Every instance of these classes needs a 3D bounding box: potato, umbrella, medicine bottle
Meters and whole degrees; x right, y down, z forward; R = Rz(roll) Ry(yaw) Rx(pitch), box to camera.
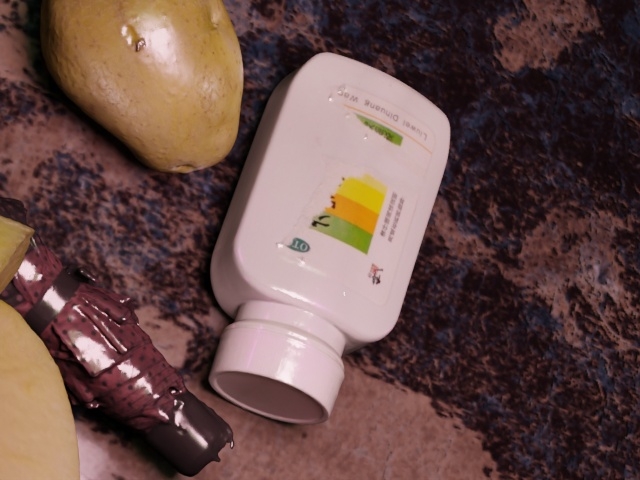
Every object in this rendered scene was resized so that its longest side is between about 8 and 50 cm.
[{"bbox_3d":[-0.142,-0.145,1.636,0.157,0.157,0.194,-29,103,-29],"label":"potato"},{"bbox_3d":[-0.197,0.063,1.571,0.326,0.090,0.094,43,59,-10],"label":"umbrella"},{"bbox_3d":[0.000,0.000,1.672,0.161,0.111,0.296,28,67,-17],"label":"medicine bottle"}]

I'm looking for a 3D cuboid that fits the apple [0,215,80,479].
[{"bbox_3d":[-0.310,0.118,1.409,0.233,0.295,0.258,-1,48,11],"label":"apple"}]
